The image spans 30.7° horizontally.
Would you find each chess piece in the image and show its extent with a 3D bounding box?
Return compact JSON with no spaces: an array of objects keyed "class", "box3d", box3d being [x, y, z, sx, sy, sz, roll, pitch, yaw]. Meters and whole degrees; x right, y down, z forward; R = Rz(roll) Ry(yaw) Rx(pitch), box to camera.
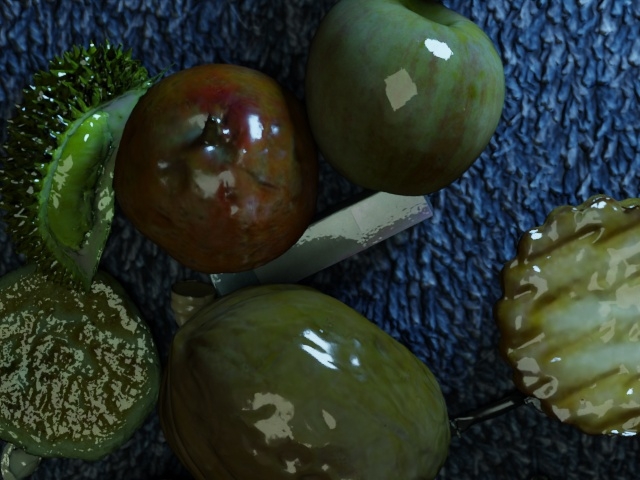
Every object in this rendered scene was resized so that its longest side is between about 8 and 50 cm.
[{"class":"chess piece","box3d":[-0.185,0.124,1.669,0.066,0.066,0.122,7,110,3]}]

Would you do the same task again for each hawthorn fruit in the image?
[{"class":"hawthorn fruit","box3d":[-0.135,-0.100,1.483,0.277,0.298,0.277,0,78,-2]}]

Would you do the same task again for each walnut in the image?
[{"class":"walnut","box3d":[-0.026,0.222,1.531,0.398,0.308,0.354,36,146,-22]}]

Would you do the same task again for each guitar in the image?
[{"class":"guitar","box3d":[0.280,0.228,1.663,0.271,0.038,0.084,-26,98,10]}]

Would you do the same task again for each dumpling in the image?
[{"class":"dumpling","box3d":[-0.450,0.324,1.750,0.059,0.043,0.077,41,120,12]}]

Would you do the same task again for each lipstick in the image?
[{"class":"lipstick","box3d":[0.000,0.000,1.617,0.317,0.066,0.068,-26,100,10]}]

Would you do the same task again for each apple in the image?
[{"class":"apple","box3d":[0.101,-0.186,1.475,0.257,0.257,0.234,20,118,0]}]

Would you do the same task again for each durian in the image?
[{"class":"durian","box3d":[-0.347,-0.110,1.605,0.169,0.158,0.352,13,98,-35]}]

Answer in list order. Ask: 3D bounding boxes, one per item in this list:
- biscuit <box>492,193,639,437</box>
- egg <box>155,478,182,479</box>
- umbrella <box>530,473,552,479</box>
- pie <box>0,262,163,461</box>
[{"class":"biscuit","box3d":[0.392,0.098,1.569,0.326,0.107,0.326,0,92,3]},{"class":"egg","box3d":[-0.213,0.448,1.679,0.245,0.203,0.203,17,105,-10]},{"class":"umbrella","box3d":[0.313,0.453,1.706,0.066,0.059,0.236,2,103,-18]},{"class":"pie","box3d":[-0.380,0.172,1.694,0.323,0.070,0.323,0,100,3]}]
